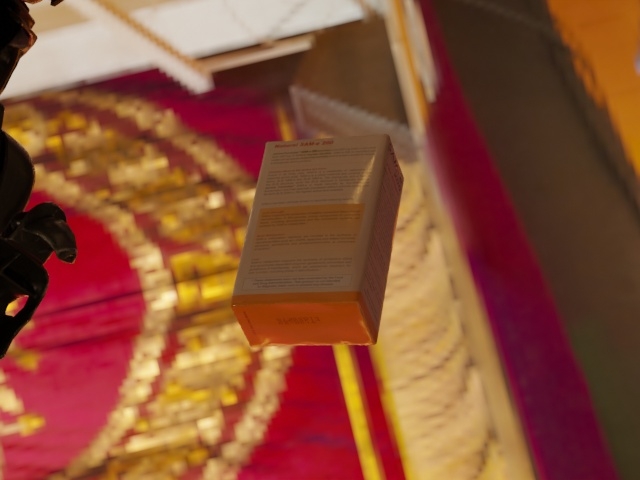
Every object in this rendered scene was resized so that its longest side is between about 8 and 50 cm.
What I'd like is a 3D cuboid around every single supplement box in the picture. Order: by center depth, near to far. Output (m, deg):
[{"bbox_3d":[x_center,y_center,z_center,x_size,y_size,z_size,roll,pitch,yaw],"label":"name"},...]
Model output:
[{"bbox_3d":[0.000,0.000,0.858,0.036,0.062,0.098,66,-152,-48],"label":"supplement box"}]

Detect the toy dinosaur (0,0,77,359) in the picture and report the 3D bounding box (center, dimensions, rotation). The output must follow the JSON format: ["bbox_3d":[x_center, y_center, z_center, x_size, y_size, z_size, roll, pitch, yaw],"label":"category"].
[{"bbox_3d":[-0.165,-0.074,0.670,0.164,0.322,0.218,34,-149,-31],"label":"toy dinosaur"}]
